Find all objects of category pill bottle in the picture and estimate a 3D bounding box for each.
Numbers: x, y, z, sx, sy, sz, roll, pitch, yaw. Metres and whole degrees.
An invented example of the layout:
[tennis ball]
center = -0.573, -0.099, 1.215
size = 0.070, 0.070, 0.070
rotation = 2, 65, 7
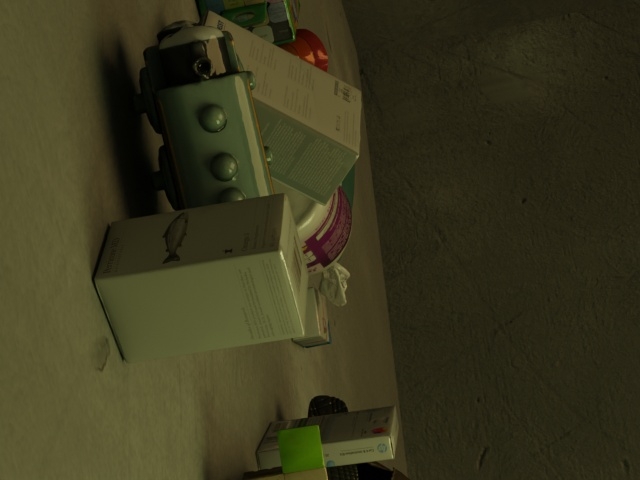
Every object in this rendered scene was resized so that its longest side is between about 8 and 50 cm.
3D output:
[pill bottle]
center = -0.046, -0.039, 1.811
size = 0.301, 0.169, 0.169
rotation = 51, 30, -73

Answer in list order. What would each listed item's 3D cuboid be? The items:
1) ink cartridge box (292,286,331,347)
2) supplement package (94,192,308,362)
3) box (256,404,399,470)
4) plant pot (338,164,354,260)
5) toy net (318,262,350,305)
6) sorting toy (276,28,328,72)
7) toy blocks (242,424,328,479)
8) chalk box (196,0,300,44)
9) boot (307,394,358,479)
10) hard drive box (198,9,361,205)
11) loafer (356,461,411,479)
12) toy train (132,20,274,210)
[ink cartridge box]
center = -0.019, 0.135, 2.209
size = 0.122, 0.052, 0.088
rotation = 42, 38, -75
[supplement package]
center = -0.110, 0.036, 1.216
size = 0.105, 0.179, 0.105
rotation = -88, 166, -56
[box]
center = 0.014, 0.279, 1.779
size = 0.145, 0.186, 0.038
rotation = -57, 137, -79
[plant pot]
center = -0.031, -0.083, 2.046
size = 0.165, 0.166, 0.234
rotation = 34, 54, -79
[toy net]
center = 0.000, 0.000, 2.170
size = 0.232, 0.045, 0.122
rotation = 59, -37, 10
[sorting toy]
center = -0.051, -0.206, 2.349
size = 0.126, 0.127, 0.365
rotation = -18, 102, -53
[toy blocks]
center = -0.022, 0.414, 1.521
size = 0.261, 0.191, 0.381
rotation = 109, -28, -83
[chalk box]
center = -0.110, -0.363, 1.888
size = 0.213, 0.132, 0.132
rotation = -86, 165, -64
[boot]
center = 0.002, 0.369, 1.901
size = 0.246, 0.083, 0.161
rotation = -87, -173, -48
[hard drive box]
center = -0.069, -0.169, 1.585
size = 0.089, 0.232, 0.181
rotation = -55, -164, 29
[loafer]
center = 0.120, 0.434, 1.979
size = 0.134, 0.366, 0.130
rotation = -54, 145, -22
[toy train]
center = -0.110, -0.074, 1.364
size = 0.190, 0.142, 0.333
rotation = -157, -125, -76
